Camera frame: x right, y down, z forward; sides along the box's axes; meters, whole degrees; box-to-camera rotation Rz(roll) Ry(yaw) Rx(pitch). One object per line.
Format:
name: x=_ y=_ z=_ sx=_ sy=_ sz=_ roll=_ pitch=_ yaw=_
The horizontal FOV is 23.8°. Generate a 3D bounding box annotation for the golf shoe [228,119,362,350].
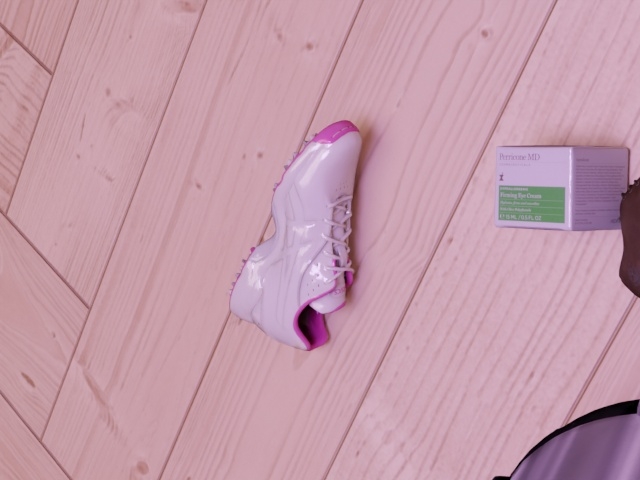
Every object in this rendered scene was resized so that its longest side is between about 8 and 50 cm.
golf shoe: x=0.000 y=0.000 z=1.821 sx=0.140 sy=0.115 sz=0.306 roll=40 pitch=126 yaw=23

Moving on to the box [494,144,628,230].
box: x=0.248 y=-0.055 z=1.564 sx=0.101 sy=0.102 sz=0.087 roll=4 pitch=94 yaw=45

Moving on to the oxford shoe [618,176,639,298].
oxford shoe: x=0.337 y=-0.049 z=1.493 sx=0.096 sy=0.083 sz=0.227 roll=27 pitch=110 yaw=45

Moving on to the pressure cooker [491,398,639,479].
pressure cooker: x=0.298 y=0.348 z=1.338 sx=0.375 sy=0.420 sz=0.370 roll=49 pitch=120 yaw=-1
